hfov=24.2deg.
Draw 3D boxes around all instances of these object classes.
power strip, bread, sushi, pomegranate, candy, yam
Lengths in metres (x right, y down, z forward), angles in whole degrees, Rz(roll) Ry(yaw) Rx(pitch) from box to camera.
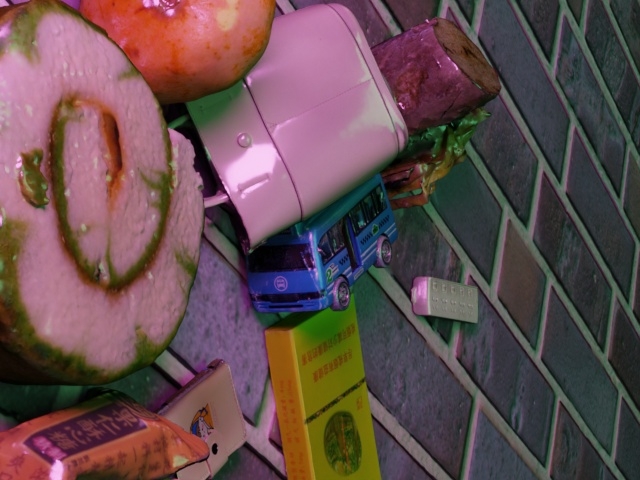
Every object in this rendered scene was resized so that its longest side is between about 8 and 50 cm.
[{"bbox_3d":[0.207,0.097,2.369,0.253,0.027,0.060,13,76,-61],"label":"power strip"},{"bbox_3d":[-0.243,-0.046,1.421,0.382,0.129,0.366,-21,105,-62],"label":"bread"},{"bbox_3d":[0.155,-0.172,2.188,0.131,0.139,0.291,57,41,-32],"label":"sushi"},{"bbox_3d":[-0.147,-0.242,1.538,0.207,0.207,0.207,10,78,-62],"label":"pomegranate"},{"bbox_3d":[-0.227,0.207,1.439,0.271,0.143,0.101,-21,142,-59],"label":"candy"},{"bbox_3d":[0.107,-0.202,2.022,0.154,0.254,0.154,34,41,-36],"label":"yam"}]

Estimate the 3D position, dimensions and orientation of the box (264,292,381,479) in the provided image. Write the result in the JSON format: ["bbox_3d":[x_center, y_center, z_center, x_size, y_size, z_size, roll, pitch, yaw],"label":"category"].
[{"bbox_3d":[0.011,0.253,1.964,0.187,0.047,0.335,-27,110,-60],"label":"box"}]

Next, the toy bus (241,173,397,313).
[{"bbox_3d":[0.000,0.000,1.893,0.246,0.113,0.134,-41,123,-56],"label":"toy bus"}]

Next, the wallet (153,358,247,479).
[{"bbox_3d":[-0.141,0.214,1.687,0.155,0.039,0.110,-38,117,-58],"label":"wallet"}]

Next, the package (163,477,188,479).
[{"bbox_3d":[-0.154,0.407,1.514,0.165,0.221,0.311,74,24,-67],"label":"package"}]

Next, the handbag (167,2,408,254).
[{"bbox_3d":[-0.071,-0.127,1.715,0.315,0.109,0.241,-28,97,-16],"label":"handbag"}]

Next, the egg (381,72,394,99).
[{"bbox_3d":[0.006,-0.168,1.881,0.209,0.151,0.151,4,84,-55],"label":"egg"}]
